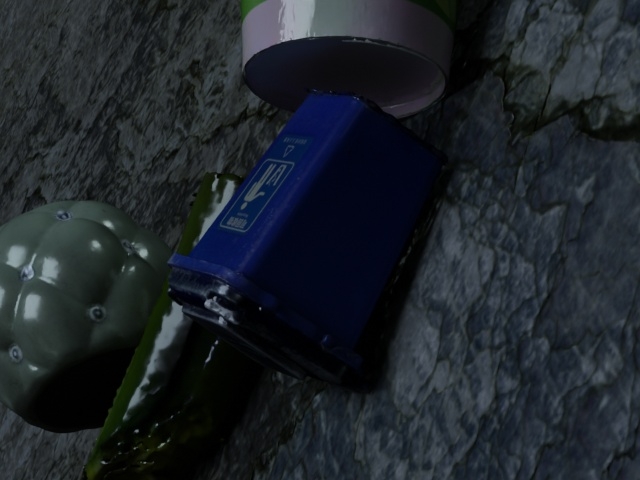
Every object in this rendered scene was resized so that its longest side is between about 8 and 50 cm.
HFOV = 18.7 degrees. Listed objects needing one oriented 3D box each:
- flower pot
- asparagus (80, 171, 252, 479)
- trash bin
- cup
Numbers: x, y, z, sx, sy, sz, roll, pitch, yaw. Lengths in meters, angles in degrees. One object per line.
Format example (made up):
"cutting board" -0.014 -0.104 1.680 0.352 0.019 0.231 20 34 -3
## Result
"flower pot" -0.258 0.076 2.041 0.246 0.246 0.195 -48 56 35
"asparagus" -0.125 0.113 1.907 0.381 0.128 0.108 -67 -19 4
"trash bin" 0.000 0.000 1.718 0.234 0.184 0.162 -59 25 -9
"cup" 0.027 -0.266 1.789 0.253 0.253 0.274 -26 54 54
